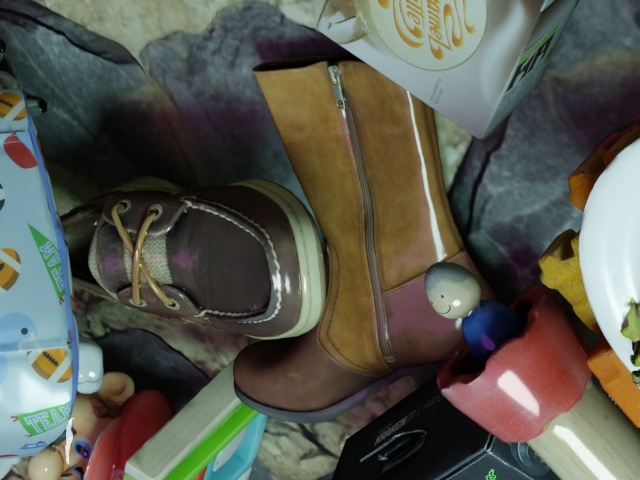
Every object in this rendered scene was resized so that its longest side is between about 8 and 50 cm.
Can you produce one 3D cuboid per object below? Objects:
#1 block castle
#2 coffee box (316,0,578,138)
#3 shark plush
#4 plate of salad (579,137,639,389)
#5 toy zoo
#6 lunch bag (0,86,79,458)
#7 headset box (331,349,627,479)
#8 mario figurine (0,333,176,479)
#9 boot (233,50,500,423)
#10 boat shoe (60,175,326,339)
[{"bbox_3d":[0.276,-0.040,0.931,0.213,0.303,0.453,47,137,-8],"label":"block castle"},{"bbox_3d":[0.107,-0.207,1.087,0.141,0.098,0.246,35,136,13],"label":"coffee box"},{"bbox_3d":[-0.312,-0.118,1.505,0.161,0.067,0.073,-9,114,42],"label":"shark plush"},{"bbox_3d":[0.205,0.033,0.784,0.200,0.048,0.200,20,134,23],"label":"plate of salad"},{"bbox_3d":[-0.121,0.236,1.519,0.030,0.192,0.293,32,134,16],"label":"toy zoo"},{"bbox_3d":[-0.280,0.039,1.413,0.243,0.115,0.303,145,119,-66],"label":"lunch bag"},{"bbox_3d":[0.160,0.208,1.264,0.283,0.131,0.246,35,138,-14],"label":"headset box"},{"bbox_3d":[-0.271,0.151,1.586,0.320,0.170,0.198,31,168,27],"label":"mario figurine"},{"bbox_3d":[0.000,0.000,1.326,0.264,0.096,0.280,-4,115,43],"label":"boot"},{"bbox_3d":[-0.119,0.014,1.332,0.342,0.123,0.123,16,114,57],"label":"boat shoe"}]
